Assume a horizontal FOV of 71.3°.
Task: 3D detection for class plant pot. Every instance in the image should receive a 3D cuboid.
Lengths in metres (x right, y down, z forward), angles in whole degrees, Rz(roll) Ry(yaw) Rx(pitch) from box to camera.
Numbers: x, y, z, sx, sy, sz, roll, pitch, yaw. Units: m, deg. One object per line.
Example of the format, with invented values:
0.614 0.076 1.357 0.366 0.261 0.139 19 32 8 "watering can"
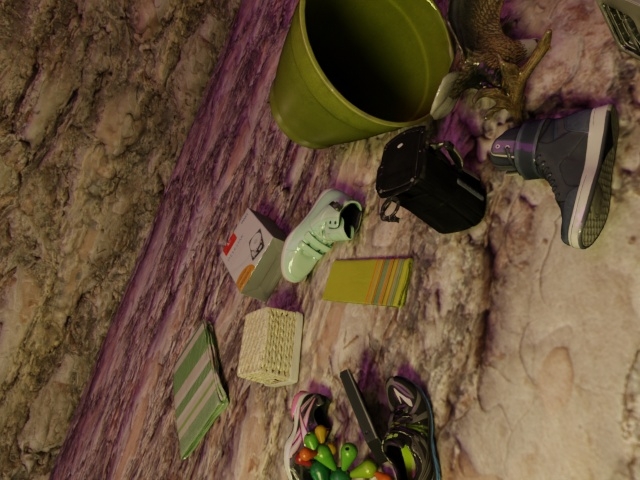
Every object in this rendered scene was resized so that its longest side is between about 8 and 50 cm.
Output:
0.047 -0.379 1.037 0.353 0.367 0.366 -17 56 62 "plant pot"

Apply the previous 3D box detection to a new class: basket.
-0.118 0.247 1.044 0.113 0.103 0.167 -27 50 44 "basket"

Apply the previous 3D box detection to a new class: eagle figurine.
0.297 -0.353 0.800 0.226 0.225 0.298 -44 49 44 "eagle figurine"

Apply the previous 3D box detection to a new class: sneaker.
0.000 -0.001 1.043 0.255 0.094 0.151 -61 28 2 "sneaker"
0.329 -0.089 0.656 0.164 0.086 0.226 1 60 42 "sneaker"
0.134 0.299 0.695 0.067 0.078 0.188 -37 42 35 "sneaker"
-0.019 0.382 0.861 0.077 0.072 0.178 -16 62 36 "sneaker"

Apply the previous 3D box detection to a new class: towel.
0.093 0.087 0.939 0.237 0.021 0.102 -5 60 53 "towel"
-0.369 0.429 1.332 0.247 0.038 0.324 -54 37 18 "towel"

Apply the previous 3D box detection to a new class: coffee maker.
0.187 -0.079 0.771 0.120 0.178 0.171 19 83 58 "coffee maker"

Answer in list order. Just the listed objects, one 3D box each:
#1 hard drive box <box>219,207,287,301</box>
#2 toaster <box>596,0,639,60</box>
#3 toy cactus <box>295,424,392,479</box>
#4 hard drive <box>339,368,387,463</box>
-0.183 0.036 1.279 0.181 0.089 0.232 -59 34 8 "hard drive box"
0.450 -0.282 0.542 0.110 0.186 0.168 -43 40 23 "toaster"
0.025 0.428 0.749 0.219 0.112 0.180 24 104 39 "toy cactus"
0.074 0.300 0.766 0.022 0.094 0.135 -26 41 -1 "hard drive"
